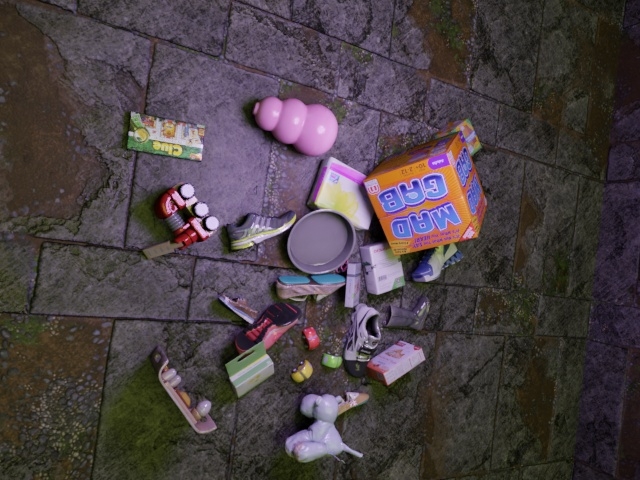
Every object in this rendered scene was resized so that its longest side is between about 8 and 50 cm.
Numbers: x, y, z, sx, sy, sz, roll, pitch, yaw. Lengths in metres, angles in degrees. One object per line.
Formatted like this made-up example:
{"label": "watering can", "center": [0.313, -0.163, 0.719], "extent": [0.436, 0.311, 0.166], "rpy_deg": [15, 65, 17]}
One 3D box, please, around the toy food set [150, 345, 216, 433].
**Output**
{"label": "toy food set", "center": [-0.483, 0.518, 1.613], "extent": [0.093, 0.220, 0.305], "rpy_deg": [-34, 107, -22]}

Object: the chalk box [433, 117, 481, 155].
{"label": "chalk box", "center": [0.681, -0.465, 2.242], "extent": [0.132, 0.132, 0.213], "rpy_deg": [-40, 109, -20]}

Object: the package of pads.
{"label": "package of pads", "center": [0.107, -0.189, 1.965], "extent": [0.297, 0.101, 0.228], "rpy_deg": [23, 81, -26]}

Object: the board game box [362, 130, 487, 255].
{"label": "board game box", "center": [0.453, -0.200, 1.930], "extent": [0.355, 0.357, 0.356], "rpy_deg": [65, 33, -15]}

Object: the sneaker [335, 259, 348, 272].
{"label": "sneaker", "center": [0.107, 0.087, 2.002], "extent": [0.047, 0.057, 0.119], "rpy_deg": [23, 80, -25]}

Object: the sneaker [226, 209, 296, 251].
{"label": "sneaker", "center": [-0.230, -0.063, 1.791], "extent": [0.300, 0.111, 0.121], "rpy_deg": [-27, 100, -27]}

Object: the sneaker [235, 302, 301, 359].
{"label": "sneaker", "center": [-0.210, 0.363, 1.831], "extent": [0.314, 0.116, 0.136], "rpy_deg": [-31, 148, -34]}

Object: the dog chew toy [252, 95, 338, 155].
{"label": "dog chew toy", "center": [-0.103, -0.459, 1.796], "extent": [0.332, 0.207, 0.206], "rpy_deg": [16, 85, -20]}

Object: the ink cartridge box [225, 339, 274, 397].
{"label": "ink cartridge box", "center": [-0.264, 0.492, 1.743], "extent": [0.171, 0.235, 0.056], "rpy_deg": [-30, 61, -23]}

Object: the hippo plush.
{"label": "hippo plush", "center": [-0.016, 0.747, 1.853], "extent": [0.235, 0.295, 0.236], "rpy_deg": [9, 78, -45]}

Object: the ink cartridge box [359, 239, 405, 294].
{"label": "ink cartridge box", "center": [0.280, 0.116, 2.073], "extent": [0.161, 0.093, 0.219], "rpy_deg": [-14, 98, -27]}

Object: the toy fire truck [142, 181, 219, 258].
{"label": "toy fire truck", "center": [-0.526, -0.055, 1.625], "extent": [0.246, 0.159, 0.216], "rpy_deg": [-45, 112, -30]}

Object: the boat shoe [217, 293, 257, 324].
{"label": "boat shoe", "center": [-0.320, 0.253, 1.782], "extent": [0.183, 0.066, 0.066], "rpy_deg": [45, 67, -32]}

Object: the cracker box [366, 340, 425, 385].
{"label": "cracker box", "center": [0.336, 0.553, 2.086], "extent": [0.233, 0.156, 0.067], "rpy_deg": [-25, 103, -26]}

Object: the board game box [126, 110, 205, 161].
{"label": "board game box", "center": [-0.552, -0.371, 1.649], "extent": [0.260, 0.030, 0.136], "rpy_deg": [5, 92, -28]}

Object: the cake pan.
{"label": "cake pan", "center": [0.000, 0.000, 1.890], "extent": [0.294, 0.054, 0.292], "rpy_deg": [-8, 116, -16]}

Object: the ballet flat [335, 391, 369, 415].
{"label": "ballet flat", "center": [0.112, 0.712, 2.020], "extent": [0.233, 0.080, 0.073], "rpy_deg": [-19, 90, -27]}

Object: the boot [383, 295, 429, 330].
{"label": "boot", "center": [0.405, 0.334, 2.170], "extent": [0.209, 0.076, 0.189], "rpy_deg": [18, 82, -21]}

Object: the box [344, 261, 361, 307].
{"label": "box", "center": [0.142, 0.189, 1.984], "extent": [0.038, 0.145, 0.185], "rpy_deg": [5, 90, 15]}

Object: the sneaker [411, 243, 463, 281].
{"label": "sneaker", "center": [0.539, 0.061, 2.204], "extent": [0.316, 0.128, 0.182], "rpy_deg": [-30, 102, -31]}

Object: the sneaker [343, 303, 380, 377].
{"label": "sneaker", "center": [0.192, 0.452, 2.014], "extent": [0.123, 0.146, 0.329], "rpy_deg": [6, 91, -30]}

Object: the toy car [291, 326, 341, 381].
{"label": "toy car", "center": [0.004, 0.506, 1.965], "extent": [0.225, 0.053, 0.238], "rpy_deg": [18, 84, -27]}

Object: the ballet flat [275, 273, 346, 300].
{"label": "ballet flat", "center": [-0.042, 0.199, 1.916], "extent": [0.317, 0.107, 0.106], "rpy_deg": [2, 111, -23]}
